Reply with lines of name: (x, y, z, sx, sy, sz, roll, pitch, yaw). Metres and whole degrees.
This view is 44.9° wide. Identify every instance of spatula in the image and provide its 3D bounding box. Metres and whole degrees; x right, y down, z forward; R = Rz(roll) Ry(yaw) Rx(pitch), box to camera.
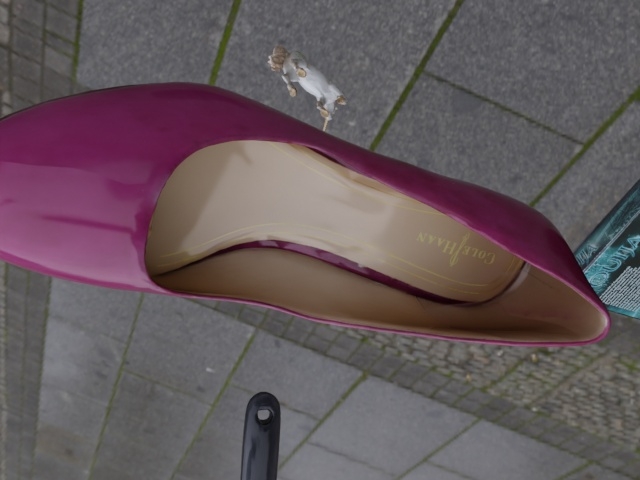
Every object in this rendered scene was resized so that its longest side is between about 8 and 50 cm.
spatula: (-0.053, 0.270, 0.613, 0.084, 0.296, 0.030, 4, 170, -13)

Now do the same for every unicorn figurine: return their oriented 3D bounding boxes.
unicorn figurine: (-0.007, -0.205, 1.045, 0.060, 0.111, 0.162, -31, 119, 10)

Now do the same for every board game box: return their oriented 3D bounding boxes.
board game box: (0.292, -0.011, 0.631, 0.126, 0.026, 0.186, 16, 126, -26)

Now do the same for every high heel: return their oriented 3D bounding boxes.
high heel: (0.000, 0.000, 0.437, 0.377, 0.181, 0.127, -2, 117, -36)
